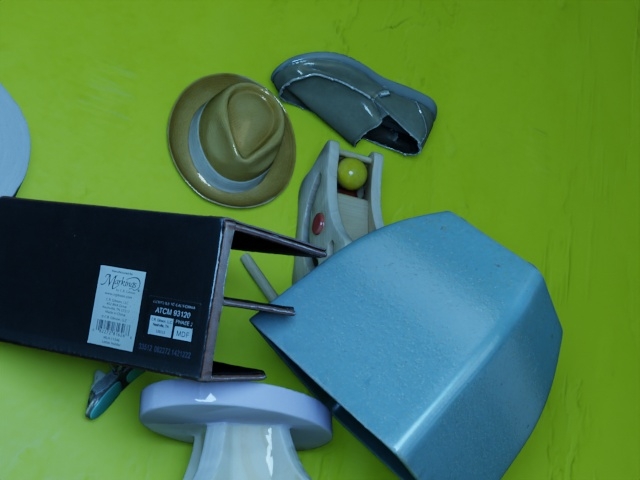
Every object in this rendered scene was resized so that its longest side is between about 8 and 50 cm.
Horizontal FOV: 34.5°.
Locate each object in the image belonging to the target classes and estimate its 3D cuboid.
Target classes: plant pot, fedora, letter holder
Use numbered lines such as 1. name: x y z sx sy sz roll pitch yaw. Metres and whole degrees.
1. plant pot: 0.124 0.118 1.141 0.252 0.248 0.247 -45 51 -10
2. fedora: -0.101 -0.139 1.319 0.194 0.079 0.194 9 67 -23
3. letter holder: -0.170 0.054 1.090 0.214 0.301 0.152 15 82 -58

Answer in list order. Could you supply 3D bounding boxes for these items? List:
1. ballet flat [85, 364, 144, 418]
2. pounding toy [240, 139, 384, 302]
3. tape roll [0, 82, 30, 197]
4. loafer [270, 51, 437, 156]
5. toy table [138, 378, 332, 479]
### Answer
1. ballet flat: -0.233 0.155 1.167 0.041 0.041 0.114 48 57 -3
2. pounding toy: 0.000 0.000 1.271 0.154 0.154 0.270 14 65 -22
3. tape roll: -0.438 -0.100 1.138 0.219 0.072 0.219 9 67 -23
4. loafer: 0.051 -0.181 1.403 0.251 0.094 0.087 15 61 -22
5. toy table: -0.087 0.254 1.091 0.274 0.252 0.161 24 57 -48
